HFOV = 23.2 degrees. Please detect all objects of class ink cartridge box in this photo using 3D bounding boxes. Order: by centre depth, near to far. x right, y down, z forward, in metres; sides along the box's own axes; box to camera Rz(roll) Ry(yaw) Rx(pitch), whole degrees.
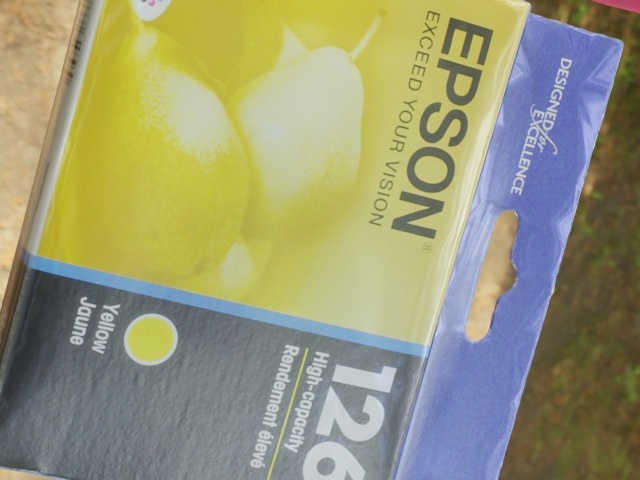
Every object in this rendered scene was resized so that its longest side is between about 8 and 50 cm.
[{"bbox_3d":[0.000,0.000,0.828,0.307,0.072,0.303,13,96,-16],"label":"ink cartridge box"}]

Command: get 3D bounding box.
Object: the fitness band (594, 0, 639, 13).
[{"bbox_3d":[0.135,-0.112,0.553,0.209,0.291,0.054,-5,113,-45],"label":"fitness band"}]
